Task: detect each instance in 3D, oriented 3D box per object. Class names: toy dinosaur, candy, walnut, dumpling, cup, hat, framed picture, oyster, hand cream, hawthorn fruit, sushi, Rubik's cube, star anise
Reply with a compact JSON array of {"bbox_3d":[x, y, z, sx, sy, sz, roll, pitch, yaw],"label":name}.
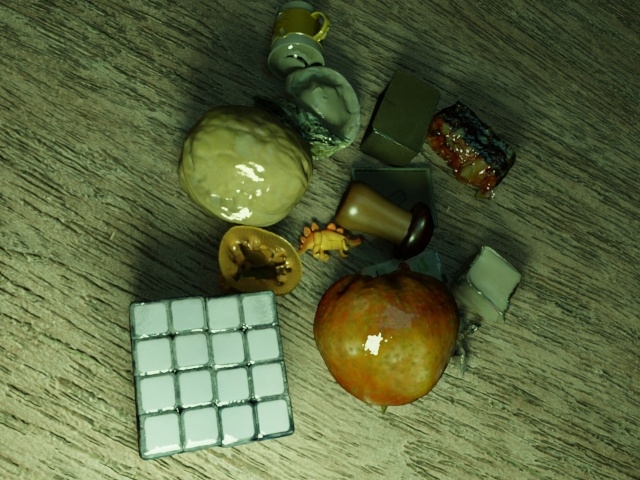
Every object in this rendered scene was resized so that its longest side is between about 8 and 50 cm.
[{"bbox_3d":[0.000,0.000,1.770,0.288,0.070,0.117,-6,62,-24],"label":"toy dinosaur"},{"bbox_3d":[0.525,0.141,1.847,0.195,0.137,0.185,38,64,0],"label":"candy"},{"bbox_3d":[-0.208,-0.201,1.617,0.381,0.381,0.382,6,69,-16],"label":"walnut"},{"bbox_3d":[0.004,-0.430,1.886,0.293,0.163,0.204,44,44,-8],"label":"dumpling"},{"bbox_3d":[-0.058,-0.667,1.908,0.185,0.241,0.226,25,54,-41],"label":"cup"},{"bbox_3d":[-0.213,0.114,1.571,0.233,0.233,0.244,38,42,-9],"label":"hat"},{"bbox_3d":[0.246,-0.140,1.915,0.289,0.020,0.211,-2,76,-19],"label":"framed picture"},{"bbox_3d":[-0.076,-0.339,1.782,0.350,0.162,0.158,21,89,13],"label":"oyster"},{"bbox_3d":[0.252,0.105,1.820,0.335,0.076,0.121,-8,73,-27],"label":"hand cream"},{"bbox_3d":[0.175,0.274,1.569,0.402,0.403,0.403,6,69,-16],"label":"hawthorn fruit"},{"bbox_3d":[0.510,-0.300,1.989,0.182,0.196,0.343,-40,81,-7],"label":"sushi"},{"bbox_3d":[-0.279,0.329,1.406,0.337,0.344,0.344,-5,74,-18],"label":"Rubik's cube"},{"bbox_3d":[0.404,0.299,1.791,0.171,0.063,0.208,30,65,-4],"label":"star anise"}]

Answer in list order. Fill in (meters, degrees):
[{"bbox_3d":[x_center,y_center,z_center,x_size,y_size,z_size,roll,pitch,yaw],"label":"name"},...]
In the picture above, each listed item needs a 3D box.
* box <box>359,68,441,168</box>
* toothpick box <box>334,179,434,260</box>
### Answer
[{"bbox_3d":[0.266,-0.405,1.959,0.184,0.143,0.273,26,66,-8],"label":"box"},{"bbox_3d":[0.201,-0.064,1.776,0.294,0.192,0.192,26,65,-5],"label":"toothpick box"}]
